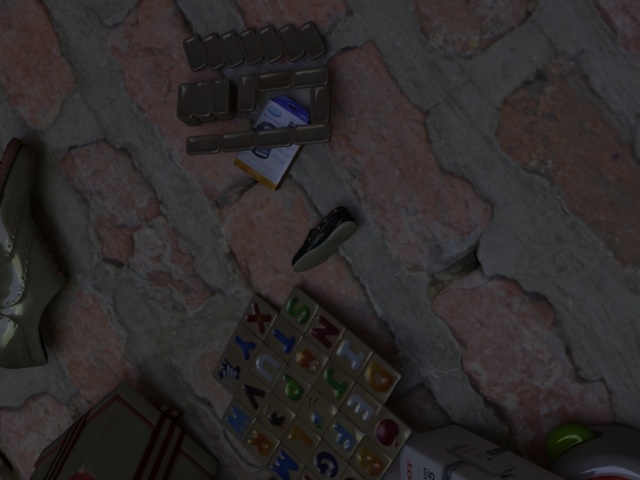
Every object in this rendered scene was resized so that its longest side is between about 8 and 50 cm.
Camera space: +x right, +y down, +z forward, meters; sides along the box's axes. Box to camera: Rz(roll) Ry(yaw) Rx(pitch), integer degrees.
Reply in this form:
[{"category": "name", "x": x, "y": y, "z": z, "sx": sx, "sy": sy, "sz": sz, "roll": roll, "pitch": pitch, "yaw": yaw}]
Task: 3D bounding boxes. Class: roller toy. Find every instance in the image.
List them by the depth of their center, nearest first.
[{"category": "roller toy", "x": 0.415, "y": 0.372, "z": 1.217, "sx": 0.209, "sy": 0.146, "sz": 0.191, "roll": 8, "pitch": 103, "yaw": 16}]

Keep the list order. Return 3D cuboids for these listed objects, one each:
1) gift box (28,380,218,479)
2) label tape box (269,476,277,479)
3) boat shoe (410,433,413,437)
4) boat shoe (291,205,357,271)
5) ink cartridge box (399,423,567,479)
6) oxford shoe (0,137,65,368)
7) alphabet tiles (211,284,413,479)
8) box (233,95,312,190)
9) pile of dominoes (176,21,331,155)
[{"category": "gift box", "x": -0.330, "y": 0.429, "z": 1.418, "sx": 0.255, "sy": 0.258, "sz": 0.276, "roll": -35, "pitch": 108, "yaw": 19}, {"category": "label tape box", "x": -0.149, "y": 0.535, "z": 1.327, "sx": 0.240, "sy": 0.334, "sz": 0.106, "roll": -40, "pitch": 95, "yaw": 21}, {"category": "boat shoe", "x": 0.058, "y": 0.274, "z": 1.363, "sx": 0.184, "sy": 0.066, "sz": 0.063, "roll": 11, "pitch": 105, "yaw": 25}, {"category": "boat shoe", "x": 0.001, "y": 0.000, "z": 1.336, "sx": 0.133, "sy": 0.049, "sz": 0.042, "roll": -44, "pitch": 58, "yaw": 27}, {"category": "ink cartridge box", "x": 0.235, "y": 0.409, "z": 1.215, "sx": 0.283, "sy": 0.117, "sz": 0.207, "roll": 15, "pitch": 110, "yaw": 58}, {"category": "oxford shoe", "x": -0.508, "y": 0.026, "z": 1.479, "sx": 0.146, "sy": 0.140, "sz": 0.397, "roll": 7, "pitch": 99, "yaw": -15}, {"category": "alphabet tiles", "x": -0.023, "y": 0.251, "z": 1.355, "sx": 0.342, "sy": 0.011, "sz": 0.285, "roll": 38, "pitch": 111, "yaw": 25}, {"category": "box", "x": -0.068, "y": -0.155, "z": 1.335, "sx": 0.081, "sy": 0.028, "sz": 0.136, "roll": 35, "pitch": 106, "yaw": 9}, {"category": "pile of dominoes", "x": -0.098, "y": -0.228, "z": 1.318, "sx": 0.251, "sy": 0.040, "sz": 0.196, "roll": -3, "pitch": 78, "yaw": 18}]
